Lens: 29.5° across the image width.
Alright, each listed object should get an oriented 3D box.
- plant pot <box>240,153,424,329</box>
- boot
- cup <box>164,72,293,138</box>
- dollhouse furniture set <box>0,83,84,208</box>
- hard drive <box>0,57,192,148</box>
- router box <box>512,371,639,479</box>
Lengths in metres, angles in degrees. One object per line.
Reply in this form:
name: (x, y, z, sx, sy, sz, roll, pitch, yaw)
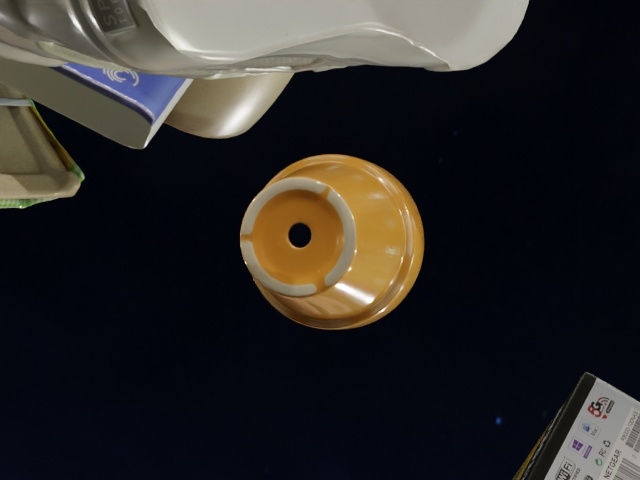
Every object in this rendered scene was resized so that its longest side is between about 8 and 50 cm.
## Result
plant pot: (0.000, 0.000, 1.357, 0.205, 0.188, 0.205, 0, -92, 14)
boot: (-0.026, -0.110, 0.464, 0.123, 0.258, 0.095, 9, -77, 36)
cup: (-0.114, -0.322, 1.422, 0.331, 0.331, 0.237, 41, -55, -19)
dollhouse furniture set: (-0.353, -0.074, 0.874, 0.151, 0.301, 0.197, -38, -106, 27)
hard drive: (-0.170, -0.214, 0.967, 0.210, 0.318, 0.040, 27, -50, -2)
router box: (0.100, 0.264, 0.753, 0.081, 0.309, 0.243, 31, -42, 11)
